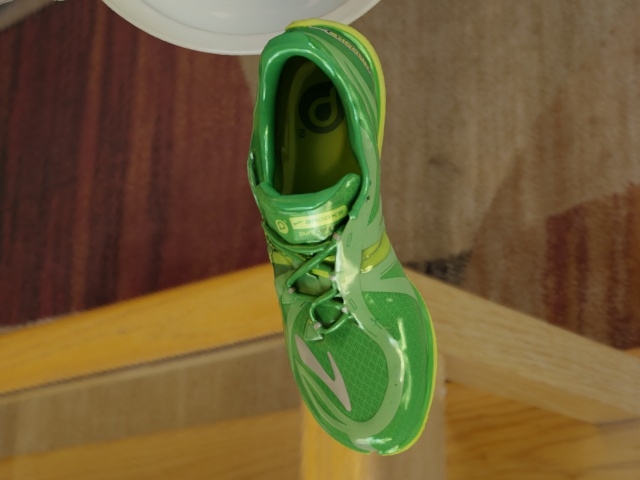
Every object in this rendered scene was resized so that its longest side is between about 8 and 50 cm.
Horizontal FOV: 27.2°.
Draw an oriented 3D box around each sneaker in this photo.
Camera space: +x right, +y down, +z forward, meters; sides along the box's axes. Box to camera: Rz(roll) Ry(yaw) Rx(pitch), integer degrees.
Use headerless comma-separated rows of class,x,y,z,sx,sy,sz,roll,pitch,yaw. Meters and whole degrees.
sneaker,0.000,0.000,0.872,0.109,0.123,0.295,-12,88,20

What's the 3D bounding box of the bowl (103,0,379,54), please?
bowl,-0.056,-0.280,1.054,0.298,0.134,0.297,0,87,3

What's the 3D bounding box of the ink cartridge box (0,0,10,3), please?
ink cartridge box,-0.256,-0.289,0.832,0.395,0.166,0.285,-14,100,17
